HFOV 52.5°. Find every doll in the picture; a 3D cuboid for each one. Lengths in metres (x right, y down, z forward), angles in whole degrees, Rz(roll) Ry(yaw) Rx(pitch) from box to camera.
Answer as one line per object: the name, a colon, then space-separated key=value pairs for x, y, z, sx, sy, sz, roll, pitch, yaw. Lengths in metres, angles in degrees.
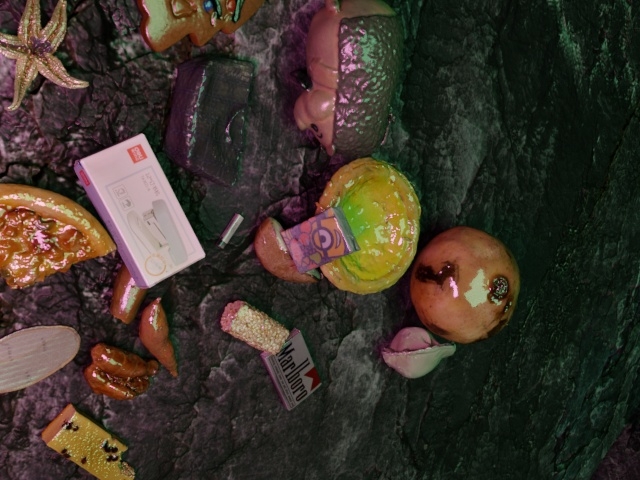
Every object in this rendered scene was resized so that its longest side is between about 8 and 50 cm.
doll: x=0.057 y=-0.355 z=1.426 sx=0.247 sy=0.247 sz=0.350 roll=-18 pitch=118 yaw=-34

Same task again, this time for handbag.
handbag: x=-0.216 y=-0.248 z=1.323 sx=0.175 sy=0.088 sz=0.271 roll=5 pitch=99 yaw=-48

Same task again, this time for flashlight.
flashlight: x=-0.200 y=-0.020 z=1.427 sx=0.018 sy=0.018 sz=0.083 roll=42 pitch=75 yaw=-37

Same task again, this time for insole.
insole: x=-0.607 y=0.233 z=1.172 sx=0.348 sy=0.009 sz=0.119 roll=-13 pitch=110 yaw=-36

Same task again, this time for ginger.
ginger: x=-0.400 y=0.273 z=1.307 sx=0.162 sy=0.073 sz=0.103 roll=30 pitch=83 yaw=-41

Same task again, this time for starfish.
starfish: x=-0.493 y=-0.322 z=1.092 sx=0.216 sy=0.050 sz=0.224 roll=22 pitch=76 yaw=-34

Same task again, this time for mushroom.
mushroom: x=-0.084 y=0.042 z=1.493 sx=0.210 sy=0.094 sz=0.072 roll=53 pitch=31 yaw=-32

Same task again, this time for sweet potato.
sweet potato: x=-0.340 y=0.210 z=1.351 sx=0.068 sy=0.068 sz=0.226 roll=-28 pitch=131 yaw=-31
sweet potato: x=-0.353 y=0.044 z=1.292 sx=0.077 sy=0.077 sz=0.244 roll=33 pitch=74 yaw=-39

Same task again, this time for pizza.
pizza: x=-0.509 y=0.003 z=1.138 sx=0.292 sy=0.058 sz=0.197 roll=26 pitch=98 yaw=-30

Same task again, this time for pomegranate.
pomegranate: x=0.394 y=0.121 z=1.781 sx=0.322 sy=0.322 sz=0.323 roll=-11 pitch=108 yaw=-36

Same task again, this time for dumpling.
dumpling: x=0.287 y=0.308 z=1.814 sx=0.247 sy=0.172 sz=0.142 roll=9 pitch=68 yaw=-44

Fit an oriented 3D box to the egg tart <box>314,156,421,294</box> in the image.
egg tart: x=0.096 y=-0.039 z=1.586 sx=0.345 sy=0.132 sz=0.346 roll=-11 pitch=108 yaw=-36

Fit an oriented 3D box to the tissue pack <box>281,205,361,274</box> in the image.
tissue pack: x=0.000 y=0.000 z=1.421 sx=0.060 sy=0.148 sz=0.109 roll=-23 pitch=89 yaw=-59

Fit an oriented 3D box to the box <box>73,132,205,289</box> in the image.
box: x=-0.340 y=-0.054 z=1.218 sx=0.135 sy=0.079 sz=0.270 roll=-30 pitch=100 yaw=-29

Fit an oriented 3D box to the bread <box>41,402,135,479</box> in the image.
bread: x=-0.455 y=0.427 z=1.320 sx=0.088 sy=0.049 sz=0.226 roll=-51 pitch=128 yaw=-17

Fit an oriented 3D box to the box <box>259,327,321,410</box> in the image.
box: x=-0.072 y=0.319 z=1.609 sx=0.115 sy=0.035 sz=0.178 roll=-35 pitch=121 yaw=-27

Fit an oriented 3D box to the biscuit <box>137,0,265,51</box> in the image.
biscuit: x=-0.232 y=-0.503 z=1.258 sx=0.301 sy=0.043 sz=0.278 roll=-7 pitch=106 yaw=-38

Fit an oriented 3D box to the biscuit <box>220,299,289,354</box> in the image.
biscuit: x=-0.151 y=0.200 z=1.492 sx=0.168 sy=0.070 sz=0.082 roll=36 pitch=72 yaw=-37
